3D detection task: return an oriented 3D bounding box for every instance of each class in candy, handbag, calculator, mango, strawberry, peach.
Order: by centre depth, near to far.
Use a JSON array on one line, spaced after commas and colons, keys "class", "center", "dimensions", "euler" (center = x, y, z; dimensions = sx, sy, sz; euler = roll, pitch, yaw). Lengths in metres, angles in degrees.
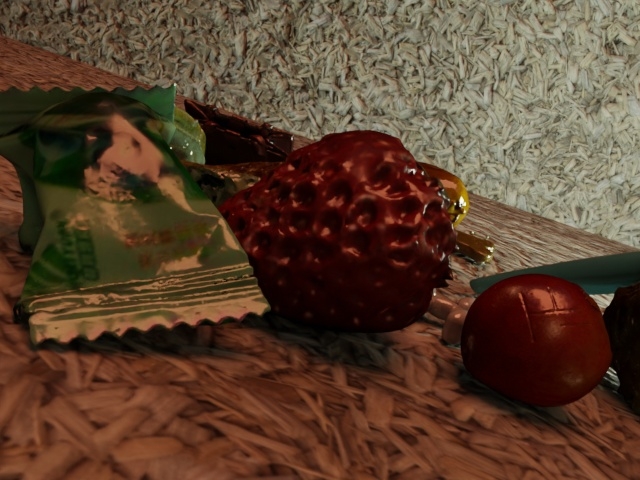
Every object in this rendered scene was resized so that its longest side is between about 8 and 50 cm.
[{"class": "candy", "center": [-0.248, -0.041, 0.780], "dimensions": [0.262, 0.172, 0.398], "euler": [-15, 47, -22]}, {"class": "peach", "center": [0.286, 0.136, 0.892], "dimensions": [0.197, 0.197, 0.197], "euler": [18, 14, -5]}, {"class": "strawberry", "center": [-0.005, -0.015, 0.902], "dimensions": [0.344, 0.295, 0.318], "euler": [-1, 41, -5]}, {"class": "calculator", "center": [0.487, 0.077, 1.289], "dimensions": [0.386, 0.055, 0.256], "euler": [-9, -14, 38]}, {"class": "handbag", "center": [-0.191, -0.202, 1.476], "dimensions": [0.260, 0.084, 0.275], "euler": [20, -17, -2]}, {"class": "mango", "center": [0.285, -0.121, 1.728], "dimensions": [0.201, 0.153, 0.287], "euler": [-2, 21, -24]}]

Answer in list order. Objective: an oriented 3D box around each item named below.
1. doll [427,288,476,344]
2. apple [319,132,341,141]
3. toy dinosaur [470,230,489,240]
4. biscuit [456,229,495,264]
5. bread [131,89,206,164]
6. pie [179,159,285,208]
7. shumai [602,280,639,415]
[{"class": "doll", "center": [0.216, 0.123, 1.073], "dimensions": [0.161, 0.059, 0.160], "euler": [22, 14, 9]}, {"class": "apple", "center": [0.078, -0.180, 1.718], "dimensions": [0.233, 0.234, 0.234], "euler": [18, 14, -5]}, {"class": "toy dinosaur", "center": [0.468, 0.001, 1.954], "dimensions": [0.119, 0.029, 0.060], "euler": [16, 31, -2]}, {"class": "biscuit", "center": [0.329, -0.014, 1.766], "dimensions": [0.301, 0.049, 0.197], "euler": [24, 16, 16]}, {"class": "bread", "center": [-0.311, -0.181, 1.272], "dimensions": [0.124, 0.186, 0.257], "euler": [19, 5, 16]}, {"class": "pie", "center": [-0.138, -0.091, 1.157], "dimensions": [0.354, 0.103, 0.288], "euler": [7, 10, 36]}, {"class": "shumai", "center": [0.635, 0.171, 1.037], "dimensions": [0.323, 0.324, 0.397], "euler": [-1, 13, -15]}]
